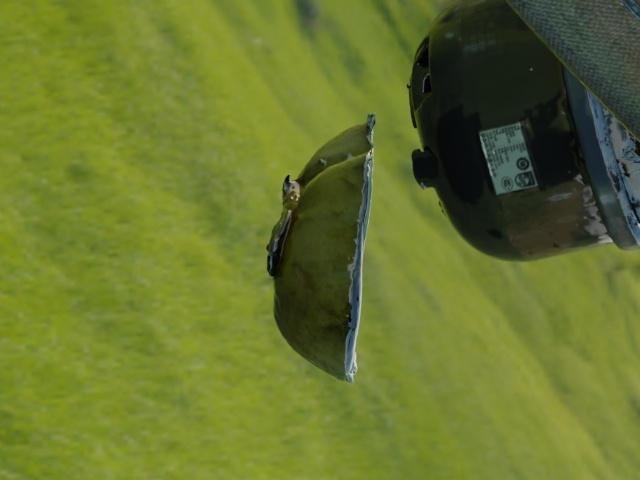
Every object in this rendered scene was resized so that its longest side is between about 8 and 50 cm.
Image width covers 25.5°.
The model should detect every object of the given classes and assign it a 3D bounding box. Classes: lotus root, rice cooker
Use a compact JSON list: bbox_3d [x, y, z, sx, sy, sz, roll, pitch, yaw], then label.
[{"bbox_3d":[0.000,0.004,1.086,0.183,0.078,0.203,83,13,-82],"label":"lotus root"},{"bbox_3d":[0.204,-0.111,1.202,0.267,0.224,0.267,-10,90,-67],"label":"rice cooker"}]

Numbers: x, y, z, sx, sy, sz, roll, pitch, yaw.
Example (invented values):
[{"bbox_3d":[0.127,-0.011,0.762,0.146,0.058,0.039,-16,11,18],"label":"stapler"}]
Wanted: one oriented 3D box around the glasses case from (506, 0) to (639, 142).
[{"bbox_3d":[0.172,-0.061,0.533,0.323,0.074,0.131,40,36,-24],"label":"glasses case"}]
